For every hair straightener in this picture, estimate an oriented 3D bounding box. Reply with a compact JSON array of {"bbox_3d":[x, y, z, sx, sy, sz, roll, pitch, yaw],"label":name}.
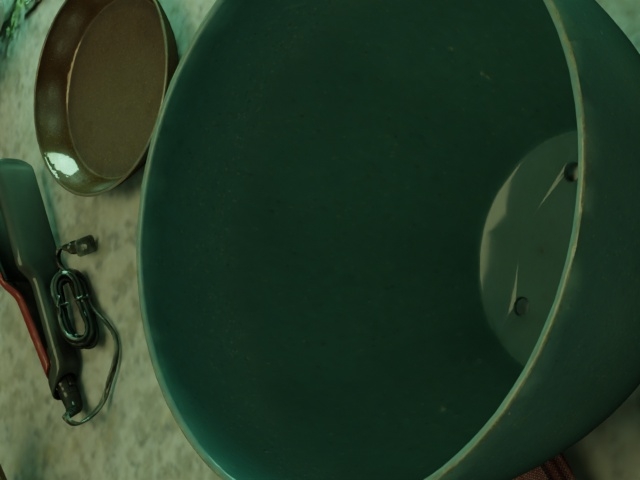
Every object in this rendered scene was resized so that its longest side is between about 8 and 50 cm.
[{"bbox_3d":[-0.205,0.032,1.223,0.089,0.047,0.230,-43,56,36],"label":"hair straightener"}]

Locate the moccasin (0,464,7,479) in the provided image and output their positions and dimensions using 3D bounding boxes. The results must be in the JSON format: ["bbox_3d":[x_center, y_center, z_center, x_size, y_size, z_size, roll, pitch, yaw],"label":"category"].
[{"bbox_3d":[-0.234,0.307,1.151,0.147,0.139,0.380,-28,66,41],"label":"moccasin"}]

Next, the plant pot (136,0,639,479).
[{"bbox_3d":[0.073,-0.004,0.813,0.290,0.195,0.290,-12,73,45],"label":"plant pot"}]

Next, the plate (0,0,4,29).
[{"bbox_3d":[-0.373,-0.171,1.436,0.277,0.045,0.278,-56,49,25],"label":"plate"}]

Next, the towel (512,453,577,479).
[{"bbox_3d":[0.071,0.283,0.902,0.329,0.037,0.237,-50,52,32],"label":"towel"}]

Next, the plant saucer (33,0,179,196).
[{"bbox_3d":[-0.155,-0.115,1.204,0.168,0.029,0.168,-9,78,47],"label":"plant saucer"}]
